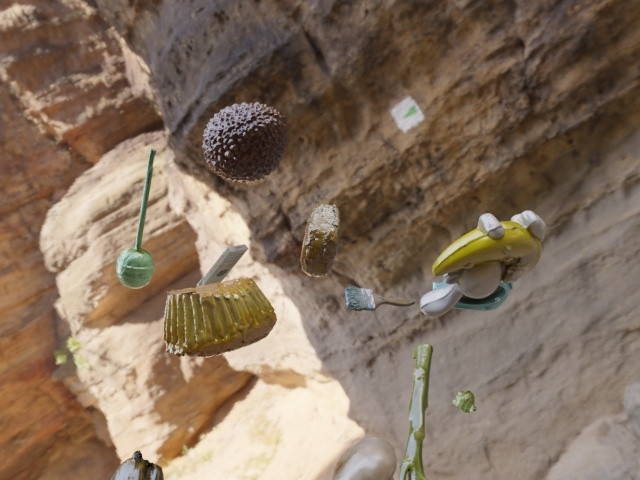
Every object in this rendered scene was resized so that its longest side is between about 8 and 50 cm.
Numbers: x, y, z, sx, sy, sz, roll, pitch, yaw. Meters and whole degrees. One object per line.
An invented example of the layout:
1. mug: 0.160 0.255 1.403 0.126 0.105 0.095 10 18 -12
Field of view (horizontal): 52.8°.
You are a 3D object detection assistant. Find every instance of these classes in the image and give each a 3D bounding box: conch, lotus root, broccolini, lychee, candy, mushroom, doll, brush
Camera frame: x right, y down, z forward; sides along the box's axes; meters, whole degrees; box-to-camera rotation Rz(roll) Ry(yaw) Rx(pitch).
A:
1. conch: 0.534 0.600 2.392 0.089 0.074 0.121 -26 29 -2
2. lotus root: -0.411 0.582 1.382 0.123 0.124 0.241 -34 33 49
3. broccolini: 0.160 0.348 1.059 0.074 0.079 0.392 -53 15 43
4. lychee: -0.210 -0.300 1.909 0.271 0.271 0.271 -31 2 1
5. candy: -0.544 -0.063 1.959 0.119 0.439 0.119 11 14 -3
6. mushroom: 0.136 0.688 1.883 0.226 0.178 0.226 -40 3 2
7. doll: 0.316 0.041 1.247 0.237 0.111 0.252 -19 -32 -14
8. brush: 0.156 0.155 1.658 0.196 0.070 0.021 7 -37 -20

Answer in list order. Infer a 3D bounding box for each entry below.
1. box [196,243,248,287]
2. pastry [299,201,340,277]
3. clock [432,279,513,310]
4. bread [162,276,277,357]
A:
1. box: -0.287 0.078 1.890 0.167 0.024 0.090 -49 -17 23
2. pastry: 0.000 0.000 1.850 0.100 0.218 0.229 11 9 -1
3. clock: 0.489 0.129 2.028 0.224 0.094 0.274 7 -31 -6
4. bread: -0.212 0.156 1.340 0.240 0.139 0.240 -9 3 1
